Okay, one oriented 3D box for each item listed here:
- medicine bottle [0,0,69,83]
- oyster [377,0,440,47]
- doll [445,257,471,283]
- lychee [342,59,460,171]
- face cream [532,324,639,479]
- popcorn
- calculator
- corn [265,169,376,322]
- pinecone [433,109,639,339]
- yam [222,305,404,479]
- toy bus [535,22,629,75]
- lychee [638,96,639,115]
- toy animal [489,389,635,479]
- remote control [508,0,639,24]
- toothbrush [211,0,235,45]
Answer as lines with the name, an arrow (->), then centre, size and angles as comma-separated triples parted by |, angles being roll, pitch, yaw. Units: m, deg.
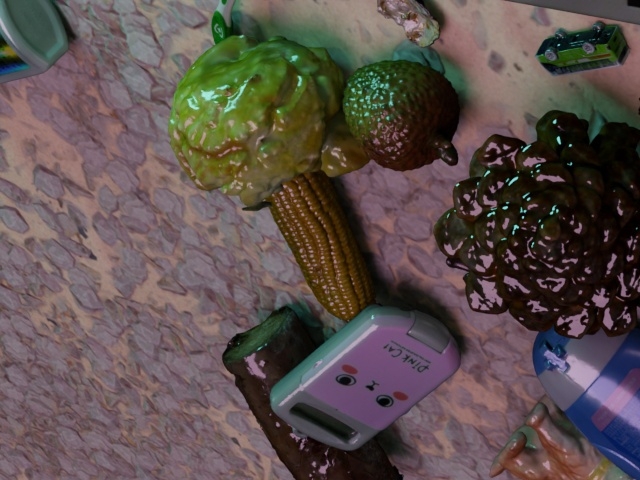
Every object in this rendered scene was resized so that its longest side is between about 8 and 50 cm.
medicine bottle -> -0.407, -0.242, 2.059 | 0.229, 0.083, 0.121 | -7, 125, 43
oyster -> 0.086, -0.226, 1.701 | 0.083, 0.019, 0.054 | 45, 145, -10
doll -> 0.220, 0.035, 1.784 | 0.165, 0.057, 0.139 | 16, -173, -8
lychee -> 0.084, -0.124, 1.733 | 0.146, 0.114, 0.114 | 41, 149, 33
face cream -> 0.337, 0.173, 1.830 | 0.264, 0.083, 0.149 | 37, 120, 4
popcorn -> -0.047, -0.119, 1.809 | 0.212, 0.198, 0.198 | 20, 155, -33
calculator -> 0.050, 0.161, 2.022 | 0.141, 0.045, 0.246 | 32, 124, -28
corn -> 0.000, 0.000, 1.958 | 0.080, 0.080, 0.231 | 3, 130, 39
pinecone -> 0.237, -0.015, 1.636 | 0.229, 0.201, 0.202 | 44, 136, 3
yam -> -0.013, 0.222, 2.160 | 0.131, 0.131, 0.280 | -13, 115, 47
toy bus -> 0.241, -0.175, 1.609 | 0.083, 0.031, 0.037 | -6, 133, 44
lychee -> 0.340, -0.117, 1.506 | 0.123, 0.129, 0.123 | 2, 92, 51
toy animal -> 0.294, 0.265, 1.963 | 0.185, 0.104, 0.184 | 31, 141, 4
remote control -> 0.227, -0.251, 1.472 | 0.344, 0.050, 0.145 | 14, 147, 18
toothbrush -> -0.102, -0.232, 1.856 | 0.030, 0.030, 0.304 | 34, 140, 9
